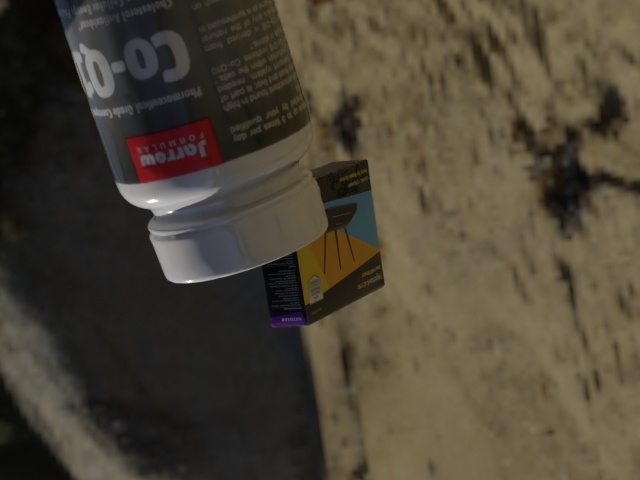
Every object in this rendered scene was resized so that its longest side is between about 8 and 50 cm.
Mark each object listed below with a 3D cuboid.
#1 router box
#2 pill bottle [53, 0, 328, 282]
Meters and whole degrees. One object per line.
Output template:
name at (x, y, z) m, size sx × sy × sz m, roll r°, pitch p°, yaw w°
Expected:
router box at (0.000, 0.000, 1.846) m, size 0.179 × 0.046 × 0.133 m, roll -24°, pitch -72°, yaw -61°
pill bottle at (-0.099, -0.121, 1.455) m, size 0.161 × 0.161 × 0.283 m, roll -123°, pitch 14°, yaw -77°
